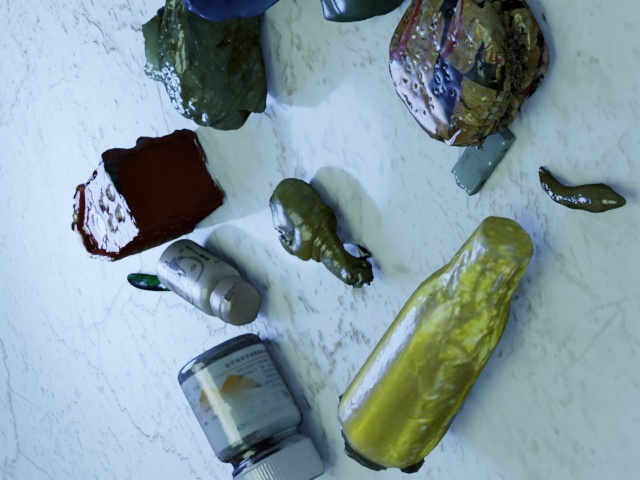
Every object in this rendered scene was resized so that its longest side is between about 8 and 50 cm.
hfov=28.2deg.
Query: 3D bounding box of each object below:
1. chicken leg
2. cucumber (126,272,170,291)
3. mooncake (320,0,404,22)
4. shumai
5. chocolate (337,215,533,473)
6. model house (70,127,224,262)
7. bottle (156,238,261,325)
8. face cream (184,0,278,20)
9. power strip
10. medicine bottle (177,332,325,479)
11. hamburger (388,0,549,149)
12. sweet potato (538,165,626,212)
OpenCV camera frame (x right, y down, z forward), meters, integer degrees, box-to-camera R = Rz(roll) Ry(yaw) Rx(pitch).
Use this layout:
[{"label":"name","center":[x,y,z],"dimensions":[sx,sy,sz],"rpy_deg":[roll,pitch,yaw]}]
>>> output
[{"label":"chicken leg","center":[0.000,0.000,1.958],"dimensions":[0.228,0.088,0.103],"rpy_deg":[48,129,17]},{"label":"cucumber","center":[-0.327,0.082,2.451],"dimensions":[0.184,0.033,0.036],"rpy_deg":[2,129,54]},{"label":"mooncake","center":[0.041,-0.378,1.704],"dimensions":[0.175,0.104,0.168],"rpy_deg":[55,148,25]},{"label":"shumai","center":[-0.202,-0.299,1.981],"dimensions":[0.218,0.189,0.256],"rpy_deg":[11,110,48]},{"label":"chocolate","center":[0.165,0.146,1.745],"dimensions":[0.162,0.162,0.445],"rpy_deg":[52,139,23]},{"label":"model house","center":[-0.318,-0.058,2.237],"dimensions":[0.160,0.196,0.254],"rpy_deg":[60,144,10]},{"label":"bottle","center":[-0.187,0.082,2.221],"dimensions":[0.209,0.097,0.110],"rpy_deg":[31,167,40]},{"label":"face cream","center":[-0.141,-0.462,1.773],"dimensions":[0.225,0.249,0.249],"rpy_deg":[49,139,21]},{"label":"power strip","center":[0.215,-0.115,1.669],"dimensions":[0.051,0.019,0.136],"rpy_deg":[55,142,23]},{"label":"medicine bottle","center":[-0.117,0.310,2.177],"dimensions":[0.273,0.165,0.165],"rpy_deg":[60,143,13]},{"label":"hamburger","center":[0.174,-0.231,1.590],"dimensions":[0.231,0.106,0.231],"rpy_deg":[24,123,44]},{"label":"sweet potato","center":[0.318,-0.056,1.552],"dimensions":[0.153,0.038,0.041],"rpy_deg":[25,103,54]}]
